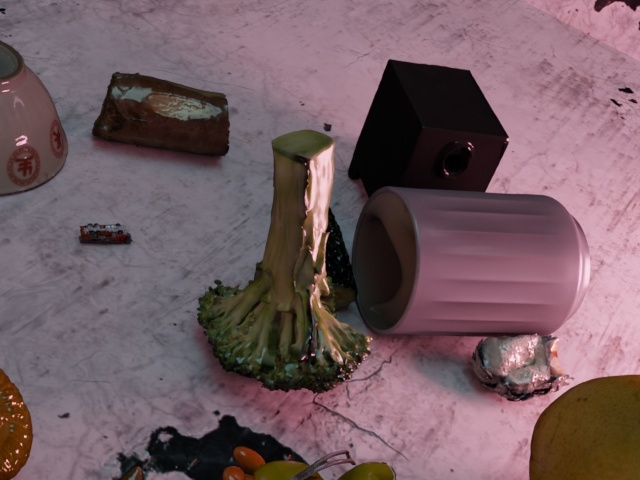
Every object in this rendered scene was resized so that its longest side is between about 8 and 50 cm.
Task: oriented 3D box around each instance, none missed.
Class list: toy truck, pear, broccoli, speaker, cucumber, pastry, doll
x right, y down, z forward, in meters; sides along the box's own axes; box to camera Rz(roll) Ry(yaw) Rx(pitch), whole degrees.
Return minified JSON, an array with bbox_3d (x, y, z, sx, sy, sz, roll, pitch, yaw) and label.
[{"bbox_3d":[-0.333,-0.009,1.712,0.083,0.032,0.024,-2,38,-25],"label":"toy truck"},{"bbox_3d":[0.421,0.314,1.442,0.314,0.314,0.314,14,36,-10],"label":"pear"},{"bbox_3d":[-0.050,0.028,1.550,0.221,0.361,0.252,-6,5,-23],"label":"broccoli"},{"bbox_3d":[0.189,-0.154,1.980,0.184,0.254,0.232,5,38,-20],"label":"speaker"},{"bbox_3d":[0.002,-0.001,1.838,0.072,0.072,0.300,7,38,-19],"label":"cucumber"},{"bbox_3d":[-0.426,0.209,1.261,0.189,0.103,0.188,43,26,-27],"label":"pastry"},{"bbox_3d":[-0.017,0.321,1.349,0.221,0.135,0.143,16,36,-28],"label":"doll"}]

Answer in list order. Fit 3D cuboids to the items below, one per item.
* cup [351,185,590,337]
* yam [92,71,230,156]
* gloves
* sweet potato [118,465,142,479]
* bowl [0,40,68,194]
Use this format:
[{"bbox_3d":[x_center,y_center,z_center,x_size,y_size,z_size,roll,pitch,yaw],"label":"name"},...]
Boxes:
[{"bbox_3d":[0.227,0.030,1.808,0.327,0.237,0.323,2,11,-24],"label":"cup"},{"bbox_3d":[-0.276,-0.222,1.948,0.238,0.129,0.128,8,72,-17],"label":"yam"},{"bbox_3d":[0.311,0.202,1.729,0.153,0.070,0.114,-1,63,-24],"label":"gloves"},{"bbox_3d":[-0.201,0.417,1.167,0.106,0.095,0.354,-27,55,9],"label":"sweet potato"},{"bbox_3d":[-0.563,-0.233,1.781,0.337,0.157,0.337,15,35,-11],"label":"bowl"}]
